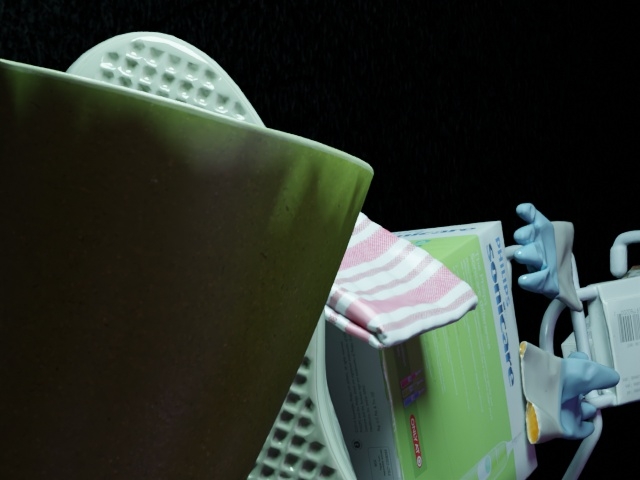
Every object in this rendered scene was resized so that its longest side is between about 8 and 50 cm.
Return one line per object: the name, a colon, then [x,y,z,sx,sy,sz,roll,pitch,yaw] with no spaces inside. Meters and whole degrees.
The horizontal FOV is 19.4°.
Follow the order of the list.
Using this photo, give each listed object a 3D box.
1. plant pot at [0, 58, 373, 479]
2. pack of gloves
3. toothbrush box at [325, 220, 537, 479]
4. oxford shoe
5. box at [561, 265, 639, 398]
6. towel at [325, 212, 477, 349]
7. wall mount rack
plant pot: [-0.140,0.081,0.843,0.275,0.274,0.294,16,86,-64]
pack of gloves: [0.213,0.070,1.573,0.232,0.046,0.195,13,72,-70]
toothbrush box: [0.054,0.116,1.381,0.283,0.122,0.206,-28,110,-63]
oxford shoe: [-0.065,0.094,1.140,0.449,0.169,0.130,70,-14,-12]
box: [0.345,0.095,2.091,0.324,0.063,0.067,-31,111,-63]
towel: [0.000,0.000,1.229,0.144,0.197,0.029,-20,141,-60]
wall mount rack: [0.285,0.146,1.822,0.350,0.130,0.304,-6,88,-47]
